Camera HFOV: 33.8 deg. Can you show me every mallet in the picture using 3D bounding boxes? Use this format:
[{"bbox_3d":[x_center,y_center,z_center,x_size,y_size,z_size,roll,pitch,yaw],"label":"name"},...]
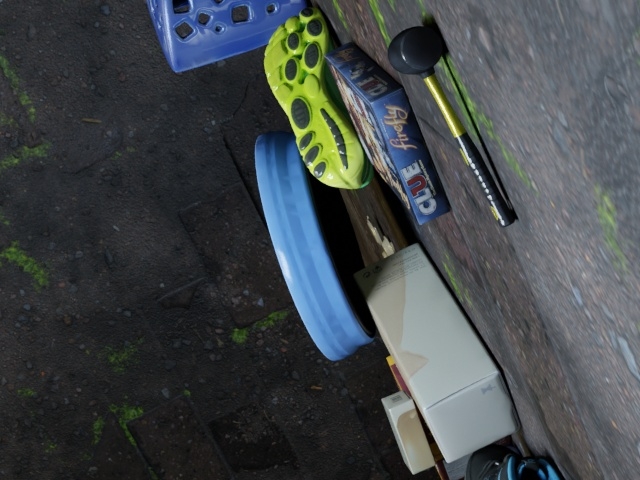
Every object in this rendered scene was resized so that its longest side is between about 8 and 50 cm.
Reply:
[{"bbox_3d":[0.116,-0.096,0.886,0.189,0.039,0.062,60,176,-1],"label":"mallet"}]

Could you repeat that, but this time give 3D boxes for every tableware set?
[{"bbox_3d":[0.146,0.029,2.252,0.141,0.020,0.168,63,179,-35],"label":"tableware set"}]

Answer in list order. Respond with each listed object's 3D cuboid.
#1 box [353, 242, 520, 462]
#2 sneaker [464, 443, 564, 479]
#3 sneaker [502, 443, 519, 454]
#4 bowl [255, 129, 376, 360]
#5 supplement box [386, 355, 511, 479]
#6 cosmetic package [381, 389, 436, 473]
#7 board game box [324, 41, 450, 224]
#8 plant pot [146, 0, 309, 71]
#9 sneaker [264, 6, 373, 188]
[{"bbox_3d":[0.170,0.162,1.587,0.148,0.121,0.311,65,179,-39],"label":"box"},{"bbox_3d":[0.280,0.337,1.413,0.341,0.125,0.139,-125,32,-75],"label":"sneaker"},{"bbox_3d":[0.319,0.483,1.642,0.130,0.147,0.330,97,170,-65],"label":"sneaker"},{"bbox_3d":[0.000,0.000,1.721,0.391,0.077,0.391,-18,-90,-81],"label":"bowl"},{"bbox_3d":[0.219,0.283,1.768,0.194,0.129,0.191,67,178,-59],"label":"supplement box"},{"bbox_3d":[0.137,0.297,1.639,0.060,0.041,0.115,-139,28,-77],"label":"cosmetic package"},{"bbox_3d":[0.078,-0.138,1.294,0.243,0.042,0.165,-118,3,-65],"label":"board game box"},{"bbox_3d":[-0.168,-0.429,1.629,0.236,0.236,0.212,-118,9,-49],"label":"plant pot"},{"bbox_3d":[0.001,-0.198,1.517,0.123,0.109,0.295,31,-139,-61],"label":"sneaker"}]
